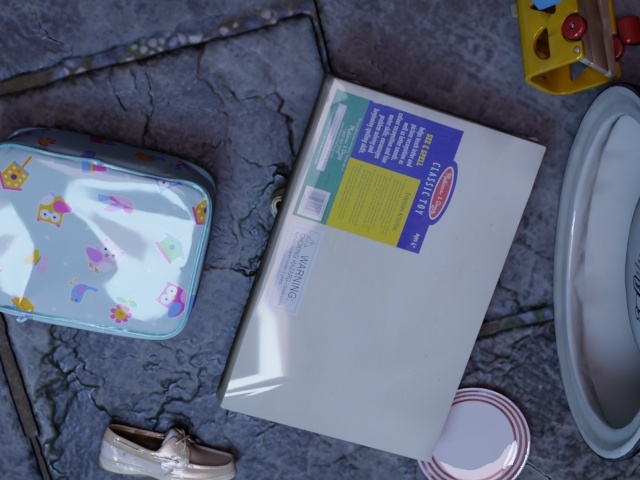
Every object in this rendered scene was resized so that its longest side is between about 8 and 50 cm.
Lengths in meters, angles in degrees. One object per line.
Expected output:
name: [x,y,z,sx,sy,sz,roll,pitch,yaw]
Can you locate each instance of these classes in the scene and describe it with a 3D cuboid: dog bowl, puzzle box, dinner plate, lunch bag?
dog bowl: [0.380,0.035,1.825,0.150,0.408,0.408,1,104,-10]
puzzle box: [0.069,0.036,1.961,0.272,0.052,0.409,17,100,-15]
dinner plate: [0.185,0.246,2.062,0.141,0.017,0.141,0,104,0]
lunch bag: [-0.270,-0.003,1.958,0.279,0.108,0.224,12,108,-1]

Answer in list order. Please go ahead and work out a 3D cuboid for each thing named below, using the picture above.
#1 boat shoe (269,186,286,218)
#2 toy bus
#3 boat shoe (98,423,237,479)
boat shoe: [0.001,-0.002,1.987,0.056,0.048,0.153,-43,99,9]
toy bus: [0.268,-0.264,1.893,0.104,0.202,0.191,-17,113,35]
boat shoe: [-0.184,0.256,2.041,0.170,0.063,0.059,6,109,-1]
